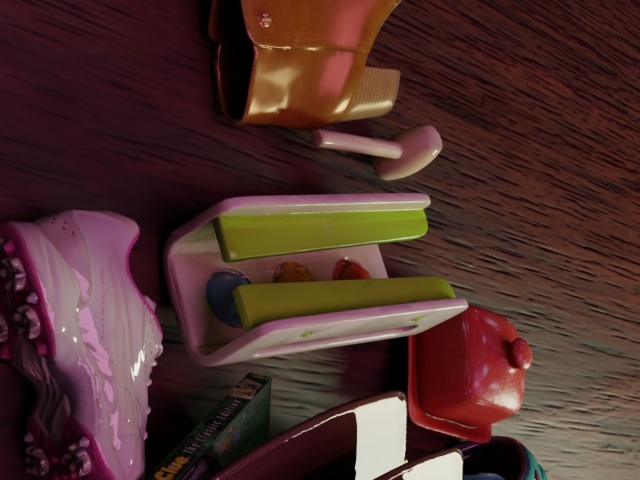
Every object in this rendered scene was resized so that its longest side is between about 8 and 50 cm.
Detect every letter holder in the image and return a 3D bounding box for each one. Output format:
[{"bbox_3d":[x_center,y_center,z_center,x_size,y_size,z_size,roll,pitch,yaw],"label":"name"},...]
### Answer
[{"bbox_3d":[0.043,0.270,0.929,0.302,0.152,0.214,-15,108,-50],"label":"letter holder"}]

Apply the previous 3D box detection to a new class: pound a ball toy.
[{"bbox_3d":[0.000,0.000,1.031,0.319,0.136,0.208,-4,70,-44],"label":"pound a ball toy"}]

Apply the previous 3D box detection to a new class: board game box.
[{"bbox_3d":[-0.106,0.226,0.899,0.260,0.030,0.136,-40,136,-62],"label":"board game box"}]

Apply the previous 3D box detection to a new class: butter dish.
[{"bbox_3d":[0.180,0.134,1.185,0.160,0.118,0.160,24,60,-43],"label":"butter dish"}]

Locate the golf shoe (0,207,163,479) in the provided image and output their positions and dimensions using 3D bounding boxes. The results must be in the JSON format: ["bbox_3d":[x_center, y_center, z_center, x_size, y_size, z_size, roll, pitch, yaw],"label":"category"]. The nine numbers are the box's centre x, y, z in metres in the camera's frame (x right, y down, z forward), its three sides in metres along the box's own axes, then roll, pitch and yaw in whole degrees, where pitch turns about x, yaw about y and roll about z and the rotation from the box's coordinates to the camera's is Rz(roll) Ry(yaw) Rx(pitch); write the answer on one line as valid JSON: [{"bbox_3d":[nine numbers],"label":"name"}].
[{"bbox_3d":[-0.172,0.119,0.860,0.140,0.115,0.306,-25,111,-44],"label":"golf shoe"}]

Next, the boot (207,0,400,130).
[{"bbox_3d":[-0.006,-0.251,1.002,0.211,0.104,0.295,-4,100,-45],"label":"boot"}]

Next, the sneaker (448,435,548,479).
[{"bbox_3d":[0.171,0.334,1.200,0.295,0.124,0.178,-55,132,-37],"label":"sneaker"}]
